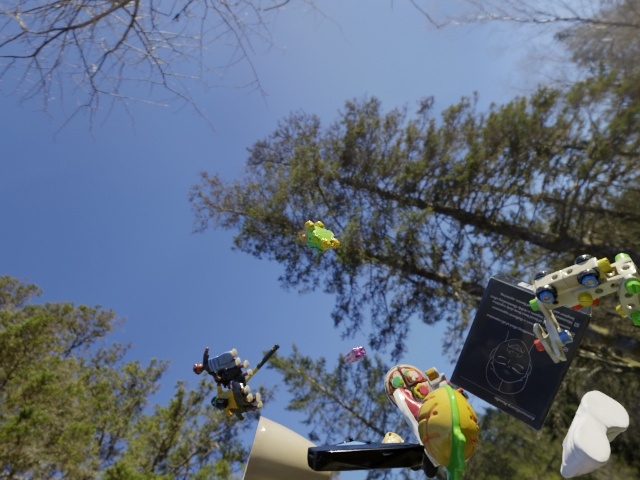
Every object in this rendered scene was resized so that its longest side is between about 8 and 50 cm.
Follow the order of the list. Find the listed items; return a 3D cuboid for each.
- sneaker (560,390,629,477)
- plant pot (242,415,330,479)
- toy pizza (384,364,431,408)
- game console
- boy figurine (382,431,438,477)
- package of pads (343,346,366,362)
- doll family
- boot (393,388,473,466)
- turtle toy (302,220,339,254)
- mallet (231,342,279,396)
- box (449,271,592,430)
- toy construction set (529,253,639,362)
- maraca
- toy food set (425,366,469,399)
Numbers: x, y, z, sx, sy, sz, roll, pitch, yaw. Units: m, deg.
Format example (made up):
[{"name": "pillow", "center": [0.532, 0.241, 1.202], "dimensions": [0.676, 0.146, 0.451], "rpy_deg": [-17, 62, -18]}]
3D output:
[{"name": "sneaker", "center": [0.494, 0.359, 0.762], "dimensions": [0.212, 0.080, 0.094], "rpy_deg": [-15, -46, -40]}, {"name": "plant pot", "center": [-0.109, 0.763, 1.391], "dimensions": [0.256, 0.274, 0.256], "rpy_deg": [-165, 90, -88]}, {"name": "toy pizza", "center": [0.364, 0.605, 1.692], "dimensions": [0.201, 0.201, 0.032], "rpy_deg": [-37, -24, -32]}, {"name": "game console", "center": [0.068, 0.465, 0.904], "dimensions": [0.361, 0.213, 0.043], "rpy_deg": [114, 157, -64]}, {"name": "boy figurine", "center": [0.288, 0.708, 1.363], "dimensions": [0.092, 0.177, 0.285], "rpy_deg": [-66, 4, -20]}, {"name": "package of pads", "center": [0.116, 0.388, 1.384], "dimensions": [0.050, 0.032, 0.083], "rpy_deg": [-8, -28, -23]}, {"name": "doll family", "center": [-0.218, 0.332, 0.949], "dimensions": [0.076, 0.111, 0.193], "rpy_deg": [-2, -106, -72]}, {"name": "boot", "center": [0.327, 0.485, 1.163], "dimensions": [0.176, 0.244, 0.088], "rpy_deg": [-34, -59, -3]}, {"name": "turtle toy", "center": [0.000, 0.000, 1.131], "dimensions": [0.066, 0.095, 0.130], "rpy_deg": [-49, -22, 21]}, {"name": "mallet", "center": [-0.183, 0.378, 1.183], "dimensions": [0.190, 0.062, 0.039], "rpy_deg": [-44, -54, 7]}, {"name": "box", "center": [0.653, 0.344, 1.350], "dimensions": [0.212, 0.294, 0.395], "rpy_deg": [0, -70, -57]}, {"name": "toy construction set", "center": [0.660, 0.155, 1.010], "dimensions": [0.215, 0.328, 0.151], "rpy_deg": [45, -156, -14]}, {"name": "maraca", "center": [0.215, 0.324, 0.685], "dimensions": [0.185, 0.099, 0.127], "rpy_deg": [-68, -21, -72]}, {"name": "toy food set", "center": [0.466, 0.537, 1.484], "dimensions": [0.105, 0.111, 0.232], "rpy_deg": [-27, -57, 0]}]
